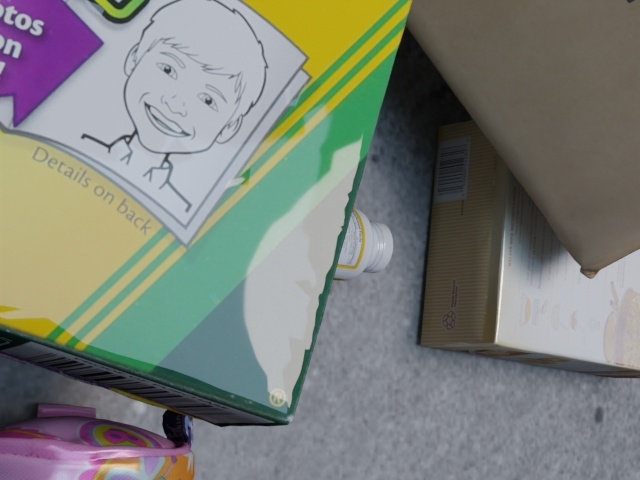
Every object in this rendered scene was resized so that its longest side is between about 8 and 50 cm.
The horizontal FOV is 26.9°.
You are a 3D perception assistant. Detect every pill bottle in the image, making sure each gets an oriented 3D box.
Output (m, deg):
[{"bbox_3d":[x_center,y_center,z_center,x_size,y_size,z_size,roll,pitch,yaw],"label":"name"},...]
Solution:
[{"bbox_3d":[0.000,0.000,0.757,0.083,0.043,0.043,8,82,-38],"label":"pill bottle"}]

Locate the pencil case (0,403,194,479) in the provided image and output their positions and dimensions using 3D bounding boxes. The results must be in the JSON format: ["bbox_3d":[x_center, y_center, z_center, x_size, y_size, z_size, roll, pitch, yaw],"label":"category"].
[{"bbox_3d":[-0.122,0.217,0.605,0.124,0.124,0.284,6,83,-37],"label":"pencil case"}]

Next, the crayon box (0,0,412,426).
[{"bbox_3d":[-0.145,-0.125,0.559,0.363,0.106,0.313,21,75,-19],"label":"crayon box"}]

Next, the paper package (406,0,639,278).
[{"bbox_3d":[0.196,-0.193,0.701,0.309,0.325,0.168,53,42,-4],"label":"paper package"}]

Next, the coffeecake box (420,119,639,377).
[{"bbox_3d":[0.159,0.009,0.864,0.185,0.068,0.142,13,78,-37],"label":"coffeecake box"}]
